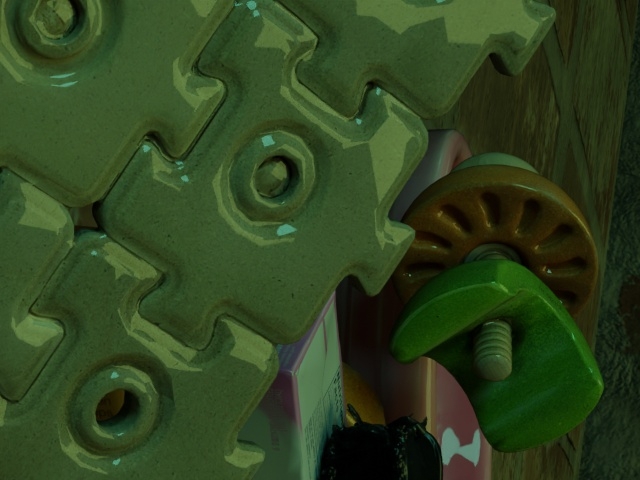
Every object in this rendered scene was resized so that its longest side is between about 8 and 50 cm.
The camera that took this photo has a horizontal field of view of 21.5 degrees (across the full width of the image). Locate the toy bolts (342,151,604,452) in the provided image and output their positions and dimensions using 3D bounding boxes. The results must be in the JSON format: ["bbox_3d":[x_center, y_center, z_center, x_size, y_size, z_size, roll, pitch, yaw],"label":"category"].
[{"bbox_3d":[0.000,0.000,0.822,0.228,0.218,0.158,46,26,-26],"label":"toy bolts"}]

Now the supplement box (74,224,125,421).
[{"bbox_3d":[-0.083,0.112,0.649,0.078,0.080,0.233,-63,151,-56],"label":"supplement box"}]

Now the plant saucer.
[{"bbox_3d":[0.052,0.097,1.044,0.332,0.084,0.332,-1,90,-78],"label":"plant saucer"}]

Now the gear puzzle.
[{"bbox_3d":[-0.073,-0.001,0.469,0.175,0.044,0.339,36,86,-32],"label":"gear puzzle"}]

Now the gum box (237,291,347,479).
[{"bbox_3d":[-0.046,0.100,0.717,0.062,0.107,0.188,-62,152,-54],"label":"gum box"}]

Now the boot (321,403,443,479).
[{"bbox_3d":[0.030,0.130,0.712,0.099,0.045,0.121,27,61,-75],"label":"boot"}]
